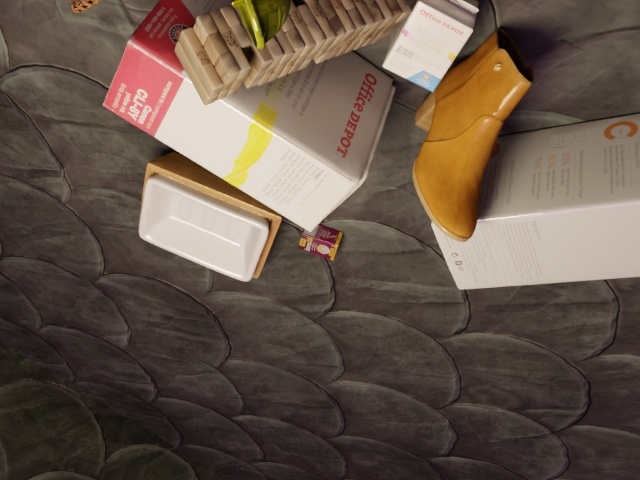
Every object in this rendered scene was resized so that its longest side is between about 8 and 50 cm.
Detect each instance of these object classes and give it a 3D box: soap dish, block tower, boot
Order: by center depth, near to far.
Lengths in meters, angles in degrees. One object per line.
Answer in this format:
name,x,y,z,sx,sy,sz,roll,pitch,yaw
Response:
block tower,-0.026,-0.297,0.966,0.097,0.335,0.091,61,157,0
boot,0.237,-0.166,1.041,0.104,0.295,0.211,16,142,-28
soap dish,-0.236,-0.051,1.479,0.291,0.118,0.229,22,139,-3

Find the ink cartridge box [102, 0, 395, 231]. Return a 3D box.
ink cartridge box,-0.098,-0.235,1.103,0.385,0.279,0.160,31,138,-12

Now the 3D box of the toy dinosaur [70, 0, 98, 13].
toy dinosaur,-0.313,-0.473,1.034,0.218,0.164,0.322,21,112,-28

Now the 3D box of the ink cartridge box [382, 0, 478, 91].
ink cartridge box,0.172,-0.320,1.049,0.092,0.090,0.143,26,138,-7

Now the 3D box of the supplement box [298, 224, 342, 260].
supplement box,0.000,0.000,1.497,0.083,0.043,0.055,19,140,3

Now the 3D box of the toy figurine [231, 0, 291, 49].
toy figurine,-0.044,-0.428,0.863,0.217,0.362,0.191,-16,152,-18

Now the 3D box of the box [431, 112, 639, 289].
box,0.386,-0.061,1.151,0.345,0.215,0.168,-6,133,28
